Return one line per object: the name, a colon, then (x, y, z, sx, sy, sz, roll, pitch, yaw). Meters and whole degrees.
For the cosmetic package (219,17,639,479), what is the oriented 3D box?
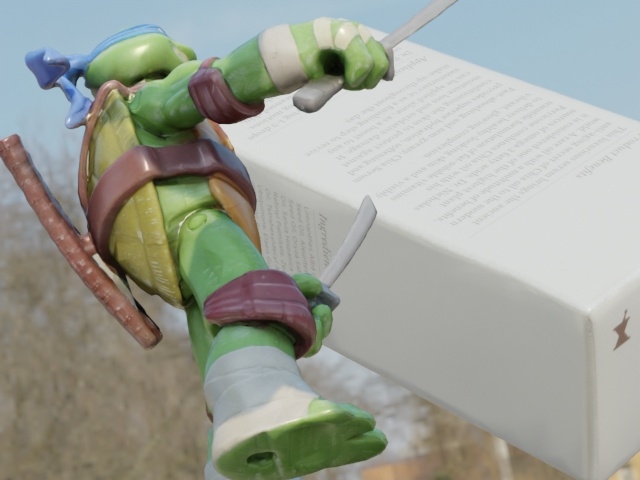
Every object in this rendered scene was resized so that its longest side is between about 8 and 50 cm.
cosmetic package: (0.103, -0.013, 1.279, 0.230, 0.161, 0.453, -31, 40, -33)

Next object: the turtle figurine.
turtle figurine: (0.000, 0.000, 0.773, 0.274, 0.266, 0.198, 15, -42, -36)
